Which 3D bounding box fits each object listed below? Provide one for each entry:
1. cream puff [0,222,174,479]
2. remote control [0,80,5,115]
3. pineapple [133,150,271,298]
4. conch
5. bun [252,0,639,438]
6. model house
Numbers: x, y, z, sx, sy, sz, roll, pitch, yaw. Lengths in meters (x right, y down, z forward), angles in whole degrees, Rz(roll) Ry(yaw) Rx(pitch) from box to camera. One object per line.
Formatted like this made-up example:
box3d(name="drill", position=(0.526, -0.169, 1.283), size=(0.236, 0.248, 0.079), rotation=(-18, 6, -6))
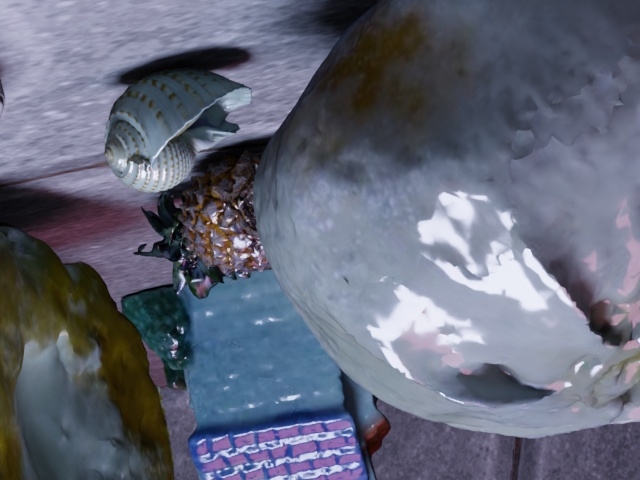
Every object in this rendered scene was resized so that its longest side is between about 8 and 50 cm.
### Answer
box3d(name="cream puff", position=(-0.281, 0.142, 1.330), size=(0.275, 0.378, 0.378), rotation=(-14, 172, 20))
box3d(name="remote control", position=(-0.217, -0.053, 1.062), size=(0.077, 0.022, 0.245), rotation=(-11, 173, -16))
box3d(name="pineapple", position=(-0.061, -0.012, 1.396), size=(0.103, 0.083, 0.221), rotation=(-9, 174, -19))
box3d(name="conch", position=(-0.081, -0.066, 1.066), size=(0.085, 0.056, 0.076), rotation=(-44, 175, -38))
box3d(name="bun", position=(0.141, -0.025, 0.995), size=(0.362, 0.211, 0.362), rotation=(-12, 153, -6))
box3d(name="model house", position=(-0.037, 0.199, 2.095), size=(0.252, 0.329, 0.295), rotation=(-16, 171, 0))
